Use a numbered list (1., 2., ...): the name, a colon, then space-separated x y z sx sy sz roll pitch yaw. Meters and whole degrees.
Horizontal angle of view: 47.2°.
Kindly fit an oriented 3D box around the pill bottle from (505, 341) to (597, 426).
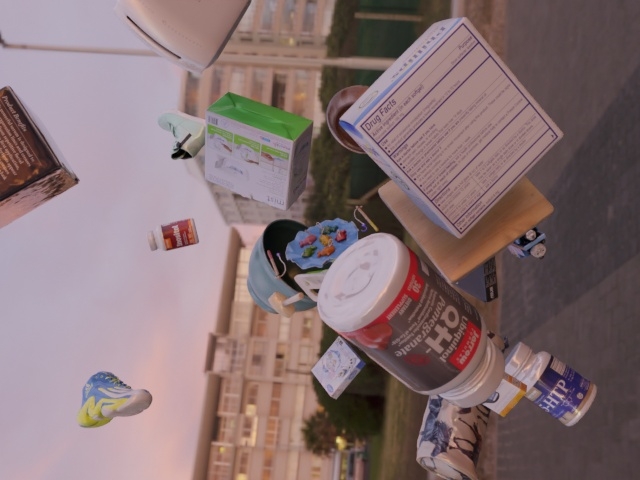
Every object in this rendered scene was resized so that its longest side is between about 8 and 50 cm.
1. pill bottle: 0.496 0.310 1.611 0.112 0.187 0.112 -54 -10 -13

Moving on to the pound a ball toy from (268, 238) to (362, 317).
1. pound a ball toy: 0.030 0.121 1.834 0.208 0.135 0.319 -49 17 -22

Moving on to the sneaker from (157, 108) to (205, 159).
1. sneaker: -0.482 -0.346 2.426 0.151 0.256 0.094 -57 -39 -20

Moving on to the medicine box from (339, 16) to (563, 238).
1. medicine box: 0.231 -0.202 1.321 0.263 0.289 0.149 -45 15 1

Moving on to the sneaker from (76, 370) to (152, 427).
1. sneaker: -0.489 0.354 1.710 0.091 0.240 0.126 23 -129 -52

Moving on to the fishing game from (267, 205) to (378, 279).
1. fishing game: 0.000 0.000 1.722 0.189 0.264 0.041 -116 2 -59

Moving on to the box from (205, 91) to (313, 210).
1. box: -0.170 -0.236 1.960 0.126 0.262 0.231 -53 -22 -45

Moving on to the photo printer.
1. photo printer: -0.314 -0.540 1.684 0.107 0.256 0.307 -34 27 47

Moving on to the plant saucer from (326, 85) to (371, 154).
1. plant saucer: 0.106 -0.288 1.819 0.036 0.199 0.198 -65 -18 -46

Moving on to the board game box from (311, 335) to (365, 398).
1. board game box: 0.033 0.245 1.415 0.090 0.020 0.090 -50 37 4

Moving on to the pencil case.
1. pencil case: 0.366 0.417 1.877 0.184 0.160 0.410 38 -123 -29

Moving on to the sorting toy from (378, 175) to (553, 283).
1. sorting toy: 0.300 -0.069 1.536 0.255 0.257 0.089 54 176 22

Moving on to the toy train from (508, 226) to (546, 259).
1. toy train: 0.514 -0.006 1.855 0.105 0.080 0.184 53 180 -9

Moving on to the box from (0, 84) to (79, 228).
1. box: -0.787 -0.134 1.647 0.211 0.396 0.293 59 169 -3

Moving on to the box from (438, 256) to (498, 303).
1. box: 0.349 0.034 1.774 0.184 0.045 0.190 36 142 55

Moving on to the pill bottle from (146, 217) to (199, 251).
1. pill bottle: -0.463 -0.014 2.298 0.086 0.152 0.086 166 90 -81

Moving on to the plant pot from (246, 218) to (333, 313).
1. plant pot: -0.107 0.108 2.268 0.196 0.293 0.293 -46 22 36

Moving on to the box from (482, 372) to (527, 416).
1. box: 0.328 0.283 1.451 0.081 0.136 0.028 -60 -5 33

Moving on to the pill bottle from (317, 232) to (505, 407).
1. pill bottle: 0.160 0.144 1.206 0.318 0.176 0.176 40 -143 -28
